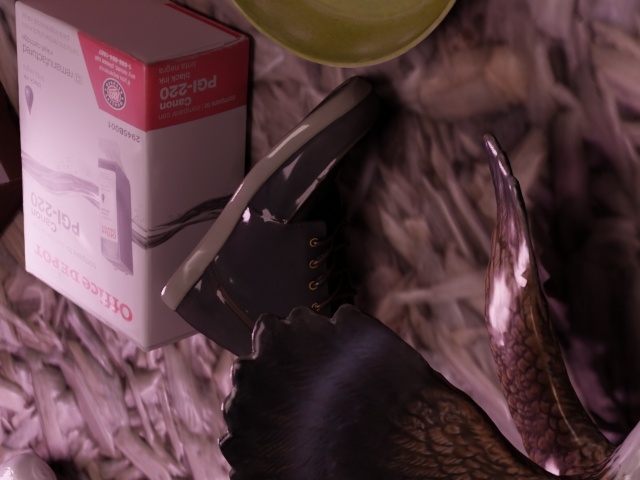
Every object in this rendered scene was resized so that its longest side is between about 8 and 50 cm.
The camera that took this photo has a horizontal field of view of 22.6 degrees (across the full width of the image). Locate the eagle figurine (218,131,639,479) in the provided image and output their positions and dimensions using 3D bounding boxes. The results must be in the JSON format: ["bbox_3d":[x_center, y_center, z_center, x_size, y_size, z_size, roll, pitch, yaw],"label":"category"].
[{"bbox_3d":[0.117,0.118,0.812,0.298,0.226,0.225,41,99,9],"label":"eagle figurine"}]

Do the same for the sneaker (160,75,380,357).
[{"bbox_3d":[0.000,0.000,1.017,0.118,0.083,0.222,41,128,2],"label":"sneaker"}]

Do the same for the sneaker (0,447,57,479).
[{"bbox_3d":[-0.303,0.271,1.451,0.090,0.115,0.232,55,140,17],"label":"sneaker"}]

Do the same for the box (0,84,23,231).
[{"bbox_3d":[-0.403,-0.032,1.422,0.381,0.143,0.191,-43,72,48],"label":"box"}]

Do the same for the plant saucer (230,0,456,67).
[{"bbox_3d":[0.009,-0.220,0.912,0.241,0.037,0.241,20,120,39],"label":"plant saucer"}]

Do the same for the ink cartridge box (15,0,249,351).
[{"bbox_3d":[-0.134,-0.055,1.125,0.158,0.092,0.218,29,128,40],"label":"ink cartridge box"}]
